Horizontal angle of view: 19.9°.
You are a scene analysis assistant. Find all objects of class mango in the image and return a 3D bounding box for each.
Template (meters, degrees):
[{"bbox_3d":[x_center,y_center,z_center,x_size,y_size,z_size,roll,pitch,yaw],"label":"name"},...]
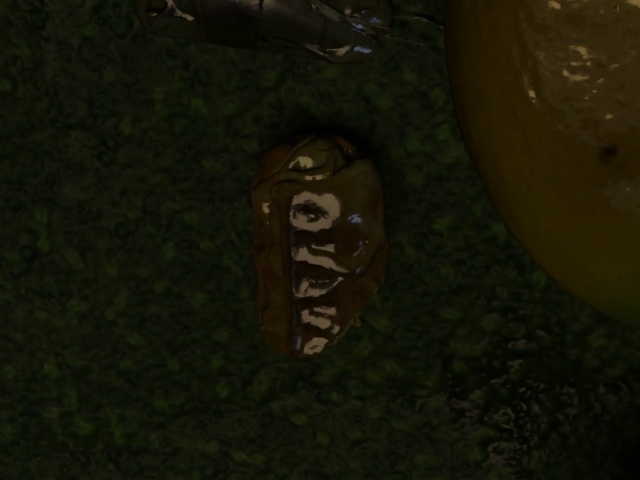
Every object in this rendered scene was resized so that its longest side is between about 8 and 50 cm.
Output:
[{"bbox_3d":[0.125,-0.062,0.809,0.137,0.091,0.237,1,115,14],"label":"mango"}]

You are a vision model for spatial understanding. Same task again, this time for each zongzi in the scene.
[{"bbox_3d":[-0.003,-0.145,0.812,0.154,0.062,0.130,9,104,-3],"label":"zongzi"}]

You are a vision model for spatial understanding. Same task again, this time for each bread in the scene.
[{"bbox_3d":[0.000,0.000,0.874,0.066,0.060,0.110,16,119,34],"label":"bread"}]

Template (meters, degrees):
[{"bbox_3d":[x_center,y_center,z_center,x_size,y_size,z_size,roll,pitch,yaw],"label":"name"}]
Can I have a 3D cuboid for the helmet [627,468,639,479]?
[{"bbox_3d":[0.214,0.193,0.883,0.198,0.154,0.253,-21,130,0],"label":"helmet"}]
